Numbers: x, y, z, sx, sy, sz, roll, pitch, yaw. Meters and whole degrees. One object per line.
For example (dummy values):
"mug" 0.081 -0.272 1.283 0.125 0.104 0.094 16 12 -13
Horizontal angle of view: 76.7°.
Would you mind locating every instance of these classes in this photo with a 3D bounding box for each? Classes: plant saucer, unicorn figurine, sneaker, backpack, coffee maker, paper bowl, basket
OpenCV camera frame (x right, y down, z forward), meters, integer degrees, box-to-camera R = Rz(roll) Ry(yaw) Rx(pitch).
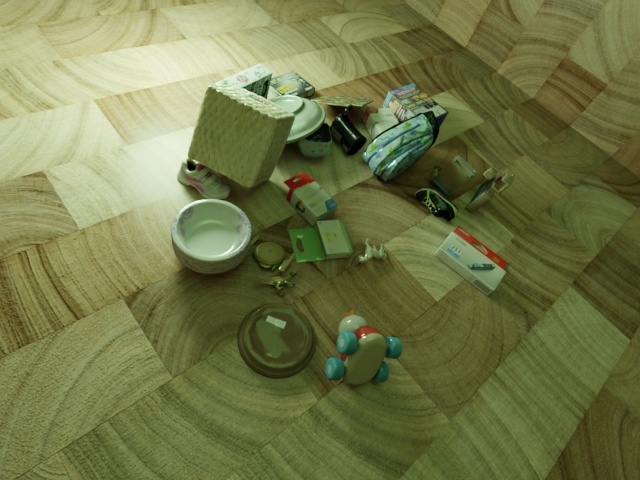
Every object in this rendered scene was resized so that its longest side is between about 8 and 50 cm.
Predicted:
"plant saucer" -0.147 0.336 1.411 0.278 0.041 0.277 8 53 -11
"unicorn figurine" 0.217 0.050 1.716 0.162 0.060 0.111 4 54 -14
"sneaker" -0.488 -0.259 1.690 0.252 0.111 0.103 26 52 2
"backpack" 0.385 -0.455 2.005 0.356 0.290 0.273 -15 80 -17
"sneaker" 0.563 -0.173 1.970 0.235 0.084 0.097 29 53 4
"plant saucer" -0.179 -0.606 1.947 0.401 0.100 0.400 -7 43 7
"coffee maker" 0.145 -0.552 2.060 0.120 0.171 0.178 -23 65 -36
"backpack" -0.028 -0.484 1.971 0.166 0.144 0.188 1 38 -17
"paper bowl" -0.405 -0.004 1.508 0.285 0.148 0.284 8 54 -12
"basket" -0.332 -0.433 1.682 0.329 0.331 0.266 26 23 1

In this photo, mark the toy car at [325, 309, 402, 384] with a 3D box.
"toy car" 0.120 0.355 1.421 0.219 0.210 0.238 12 22 -25

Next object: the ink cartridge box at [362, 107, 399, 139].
"ink cartridge box" 0.349 -0.622 2.224 0.159 0.092 0.217 -10 57 -23

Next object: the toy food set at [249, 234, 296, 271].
"toy food set" -0.204 0.058 1.602 0.192 0.038 0.132 26 45 12

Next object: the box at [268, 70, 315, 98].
"box" -0.174 -0.845 2.247 0.183 0.056 0.231 44 55 15

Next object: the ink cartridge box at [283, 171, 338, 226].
"ink cartridge box" -0.052 -0.186 1.793 0.134 0.078 0.231 -31 69 -33

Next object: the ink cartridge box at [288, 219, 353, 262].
"ink cartridge box" 0.000 0.000 1.691 0.235 0.056 0.171 -4 57 -22

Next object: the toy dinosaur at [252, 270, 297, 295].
"toy dinosaur" -0.162 0.164 1.534 0.183 0.053 0.092 -9 43 -31

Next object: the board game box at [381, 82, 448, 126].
"board game box" 0.541 -0.744 2.340 0.232 0.141 0.291 -30 68 -32

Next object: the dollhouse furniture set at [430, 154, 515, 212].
"dollhouse furniture set" 0.763 -0.347 2.029 0.303 0.286 0.198 43 54 1

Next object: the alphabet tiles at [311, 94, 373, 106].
"alphabet tiles" 0.123 -0.760 2.196 0.285 0.011 0.342 12 28 17

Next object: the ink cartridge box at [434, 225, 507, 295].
"ink cartridge box" 0.707 0.069 1.851 0.296 0.066 0.261 40 55 12

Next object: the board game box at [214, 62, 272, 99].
"board game box" -0.383 -0.701 1.974 0.098 0.224 0.303 40 54 10
